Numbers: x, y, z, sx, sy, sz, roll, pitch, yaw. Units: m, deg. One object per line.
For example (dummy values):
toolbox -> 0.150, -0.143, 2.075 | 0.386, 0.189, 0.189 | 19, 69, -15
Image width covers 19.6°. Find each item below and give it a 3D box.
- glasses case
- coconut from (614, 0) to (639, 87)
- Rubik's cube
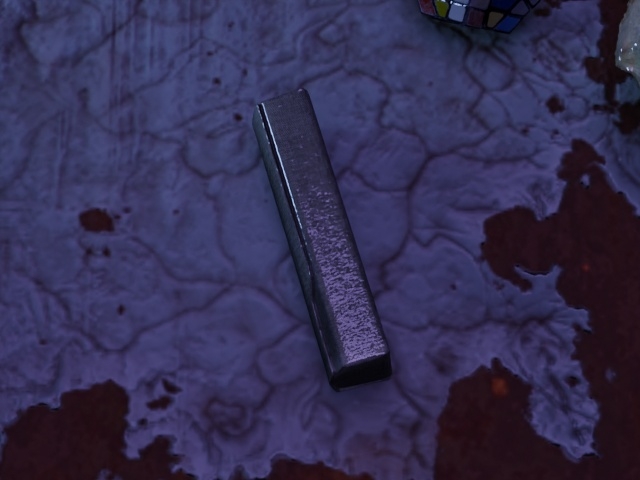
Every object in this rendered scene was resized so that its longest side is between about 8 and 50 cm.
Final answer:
glasses case -> 0.000, 0.000, 1.304 | 0.047, 0.071, 0.205 | -16, 71, -2
coconut -> 0.300, -0.141, 1.303 | 0.194, 0.194, 0.194 | 0, 70, 0
Rubik's cube -> 0.117, -0.204, 1.366 | 0.093, 0.111, 0.111 | -31, 71, -37
